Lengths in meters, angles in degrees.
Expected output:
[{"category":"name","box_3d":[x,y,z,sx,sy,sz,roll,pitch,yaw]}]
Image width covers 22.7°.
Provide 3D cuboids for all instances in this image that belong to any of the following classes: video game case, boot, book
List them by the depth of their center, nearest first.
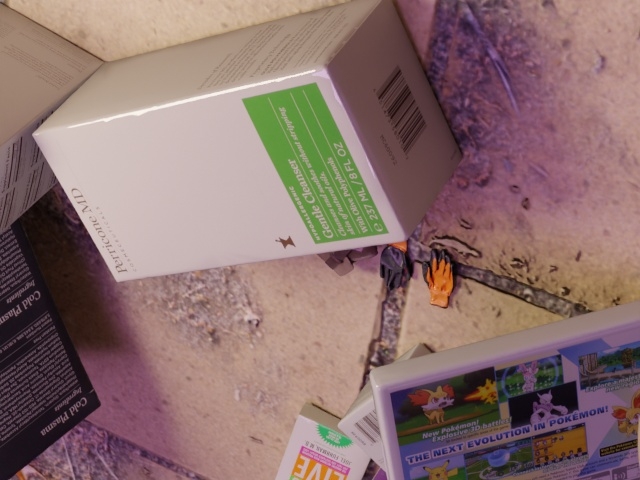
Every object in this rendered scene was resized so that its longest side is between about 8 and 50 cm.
[{"category":"video game case","box_3d":[0.227,0.210,1.547,0.329,0.036,0.299,-14,122,-5]},{"category":"boot","box_3d":[0.000,0.000,1.658,0.118,0.042,0.087,-21,112,40]},{"category":"book","box_3d":[0.005,0.262,1.859,0.096,0.035,0.144,25,131,8]}]

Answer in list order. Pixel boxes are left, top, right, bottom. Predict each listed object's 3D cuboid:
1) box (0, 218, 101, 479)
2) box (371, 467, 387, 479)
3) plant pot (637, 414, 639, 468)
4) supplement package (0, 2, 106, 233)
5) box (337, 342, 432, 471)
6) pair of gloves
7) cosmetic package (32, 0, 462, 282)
[{"category":"box","box_3d":[-0.471,0.087,1.862,0.343,0.179,0.312,10,130,44]},{"category":"box","box_3d":[0.032,0.400,1.825,0.057,0.201,0.293,27,133,12]},{"category":"plant pot","box_3d":[0.456,0.174,1.351,0.305,0.334,0.333,-6,120,48]},{"category":"supplement package","box_3d":[-0.370,-0.132,1.673,0.194,0.203,0.149,30,133,10]},{"category":"box","box_3d":[0.096,0.186,1.705,0.102,0.087,0.101,43,134,-5]},{"category":"pair of gloves","box_3d":[0.099,0.032,1.641,0.083,0.010,0.074,20,131,19]},{"category":"cosmetic package","box_3d":[-0.073,-0.093,1.556,0.366,0.155,0.197,-11,119,35]}]
